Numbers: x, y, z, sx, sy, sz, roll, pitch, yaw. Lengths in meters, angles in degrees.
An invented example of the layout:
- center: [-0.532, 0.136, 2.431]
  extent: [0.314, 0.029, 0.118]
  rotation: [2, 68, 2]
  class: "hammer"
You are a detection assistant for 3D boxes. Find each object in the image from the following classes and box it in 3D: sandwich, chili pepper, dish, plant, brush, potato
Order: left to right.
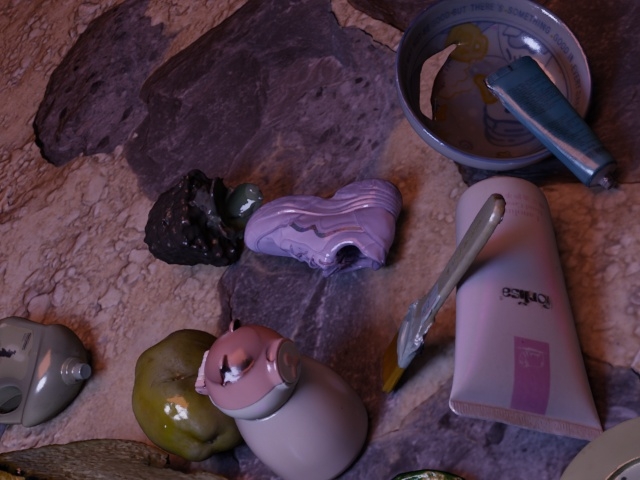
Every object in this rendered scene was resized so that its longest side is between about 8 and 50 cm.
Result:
- center: [-0.260, 0.331, 1.487]
  extent: [0.273, 0.249, 0.095]
  rotation: [10, 98, 44]
  class: "sandwich"
- center: [-0.178, 0.212, 1.595]
  extent: [0.154, 0.137, 0.200]
  rotation: [-34, 39, 8]
  class: "potato"
- center: [-0.179, -0.034, 1.811]
  extent: [0.203, 0.142, 0.131]
  rotation: [-7, 57, 41]
  class: "plant"
- center: [0.087, 0.324, 1.354]
  extent: [0.182, 0.050, 0.073]
  rotation: [-42, 33, -4]
  class: "chili pepper"
- center: [0.142, 0.062, 1.401]
  extent: [0.085, 0.020, 0.336]
  rotation: [-83, 16, -47]
  class: "brush"
- center: [0.232, -0.203, 1.641]
  extent: [0.273, 0.134, 0.273]
  rotation: [2, 67, -4]
  class: "dish"

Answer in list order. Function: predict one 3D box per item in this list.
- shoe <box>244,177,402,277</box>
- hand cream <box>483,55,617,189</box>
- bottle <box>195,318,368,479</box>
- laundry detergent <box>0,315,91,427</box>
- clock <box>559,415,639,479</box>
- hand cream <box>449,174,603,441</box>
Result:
- center: [0.000, 0.000, 1.678]
  extent: [0.245, 0.095, 0.138]
  rotation: [-13, 45, 21]
  class: "shoe"
- center: [0.312, -0.152, 1.538]
  extent: [0.083, 0.048, 0.224]
  rotation: [-29, 66, -15]
  class: "hand cream"
- center: [-0.055, 0.191, 1.439]
  extent: [0.147, 0.236, 0.147]
  rotation: [-21, 44, 22]
  class: "bottle"
- center: [-0.462, 0.210, 1.858]
  extent: [0.253, 0.091, 0.181]
  rotation: [-2, 60, 37]
  class: "laundry detergent"
- center: [0.348, 0.286, 1.200]
  extent: [0.235, 0.029, 0.235]
  rotation: [-23, 42, 23]
  class: "clock"
- center: [0.231, 0.075, 1.395]
  extent: [0.359, 0.185, 0.118]
  rotation: [-90, 19, -44]
  class: "hand cream"
